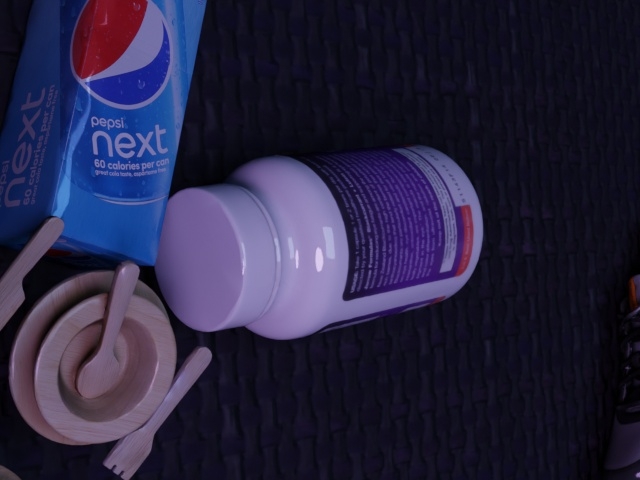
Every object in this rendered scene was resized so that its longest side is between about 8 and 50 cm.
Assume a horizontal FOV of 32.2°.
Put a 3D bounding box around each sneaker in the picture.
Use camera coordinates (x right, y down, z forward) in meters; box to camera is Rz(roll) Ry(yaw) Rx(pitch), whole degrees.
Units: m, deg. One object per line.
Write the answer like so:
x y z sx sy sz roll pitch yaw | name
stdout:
0.297 0.101 0.976 0.108 0.100 0.271 34 65 -11 | sneaker

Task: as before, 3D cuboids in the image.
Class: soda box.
-0.113 -0.094 0.586 0.067 0.071 0.210 21 72 -42 | soda box

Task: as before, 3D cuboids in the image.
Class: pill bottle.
0.000 0.000 0.665 0.193 0.108 0.108 -9 93 -45 | pill bottle

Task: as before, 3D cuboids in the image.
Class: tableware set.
-0.131 0.102 0.514 0.194 0.039 0.128 -55 129 -15 | tableware set
